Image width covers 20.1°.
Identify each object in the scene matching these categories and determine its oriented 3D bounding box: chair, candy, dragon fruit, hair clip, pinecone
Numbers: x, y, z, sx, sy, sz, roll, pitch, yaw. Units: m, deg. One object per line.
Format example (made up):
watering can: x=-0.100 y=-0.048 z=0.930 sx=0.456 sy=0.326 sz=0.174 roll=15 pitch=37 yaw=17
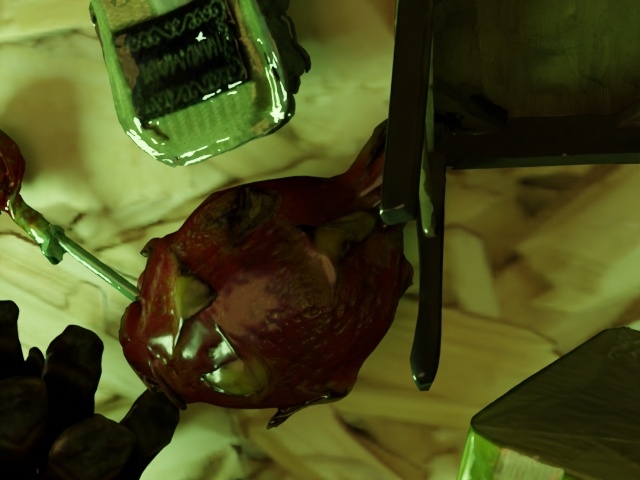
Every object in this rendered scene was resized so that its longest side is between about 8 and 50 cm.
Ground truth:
chair: x=0.107 y=-0.110 z=0.829 sx=0.160 sy=0.186 sz=0.319 roll=-2 pitch=56 yaw=9
candy: x=-0.155 y=-0.003 z=1.081 sx=0.201 sy=0.060 sz=0.060 roll=37 pitch=117 yaw=9
dragon fruit: x=0.000 y=0.000 z=0.953 sx=0.125 sy=0.125 sz=0.246 roll=40 pitch=100 yaw=-18
hair clip: x=-0.102 y=-0.204 z=0.977 sx=0.138 sy=0.091 sz=0.321 roll=-19 pitch=102 yaw=33
pinecone: x=-0.168 y=0.139 z=1.029 sx=0.202 sy=0.229 sz=0.201 roll=-45 pitch=42 yaw=12

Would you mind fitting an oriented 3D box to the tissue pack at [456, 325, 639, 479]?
tissue pack: x=0.146 y=0.209 z=0.859 sx=0.167 sy=0.200 sz=0.274 roll=19 pitch=110 yaw=27
